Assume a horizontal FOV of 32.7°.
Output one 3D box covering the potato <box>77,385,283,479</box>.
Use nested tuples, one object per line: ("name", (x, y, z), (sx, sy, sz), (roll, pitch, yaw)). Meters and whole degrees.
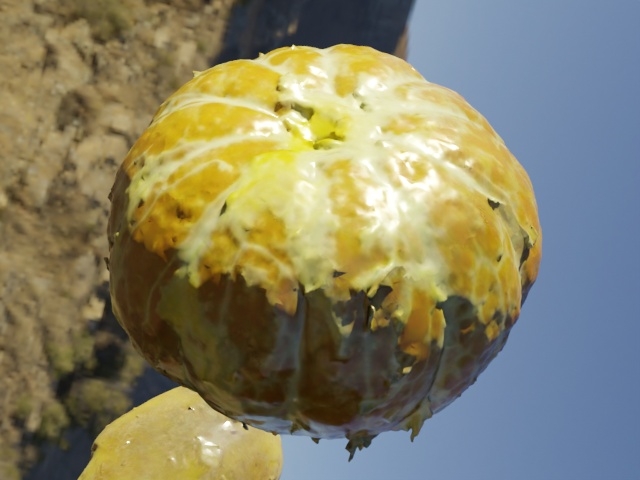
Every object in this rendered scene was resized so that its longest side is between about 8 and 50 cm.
("potato", (-0.169, 0.273, 1.266), (0.296, 0.191, 0.141), (-37, 155, -37))

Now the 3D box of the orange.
("orange", (0.000, 0.000, 0.834), (0.329, 0.329, 0.249), (-84, -179, -51))
